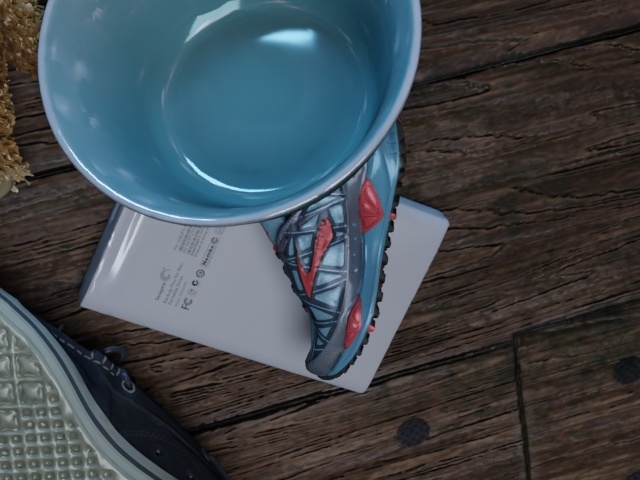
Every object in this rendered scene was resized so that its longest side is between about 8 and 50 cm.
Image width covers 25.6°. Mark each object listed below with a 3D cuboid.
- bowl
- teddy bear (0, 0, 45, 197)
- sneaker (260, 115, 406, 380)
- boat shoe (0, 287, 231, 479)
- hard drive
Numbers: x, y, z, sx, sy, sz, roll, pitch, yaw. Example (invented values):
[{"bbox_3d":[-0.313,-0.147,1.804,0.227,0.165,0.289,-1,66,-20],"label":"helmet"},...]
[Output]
[{"bbox_3d":[-0.063,-0.141,1.183,0.311,0.163,0.311,-2,75,9],"label":"bowl"},{"bbox_3d":[-0.333,-0.171,1.182,0.245,0.113,0.338,-14,124,-1],"label":"teddy bear"},{"bbox_3d":[0.000,0.000,1.309,0.125,0.104,0.262,9,104,-3],"label":"sneaker"},{"bbox_3d":[-0.248,0.184,1.326,0.187,0.156,0.500,-44,105,11],"label":"boat shoe"},{"bbox_3d":[-0.053,0.016,1.363,0.307,0.040,0.203,19,106,-22],"label":"hard drive"}]
